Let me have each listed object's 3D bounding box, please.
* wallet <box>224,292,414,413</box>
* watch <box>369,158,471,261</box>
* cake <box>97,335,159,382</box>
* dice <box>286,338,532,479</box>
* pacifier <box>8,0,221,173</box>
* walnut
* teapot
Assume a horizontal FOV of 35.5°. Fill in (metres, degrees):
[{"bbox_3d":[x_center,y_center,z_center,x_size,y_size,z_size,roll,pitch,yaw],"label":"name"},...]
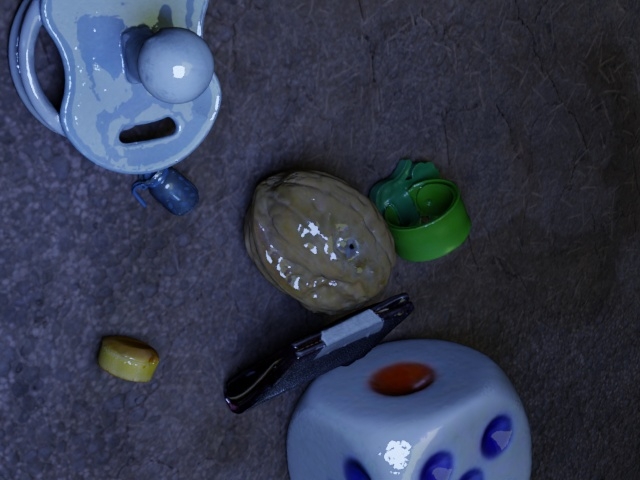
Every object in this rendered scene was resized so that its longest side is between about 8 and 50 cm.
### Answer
[{"bbox_3d":[-0.008,0.161,1.464,0.221,0.262,0.071,-19,78,-33],"label":"wallet"},{"bbox_3d":[0.170,-0.051,1.588,0.165,0.152,0.131,-38,122,-23],"label":"watch"},{"bbox_3d":[-0.258,0.158,1.344,0.084,0.084,0.044,16,95,-41],"label":"cake"},{"bbox_3d":[0.143,0.351,1.611,0.304,0.277,0.304,-23,116,-35],"label":"dice"},{"bbox_3d":[-0.211,-0.211,1.168,0.244,0.233,0.299,-20,114,-31],"label":"pacifier"},{"bbox_3d":[0.000,0.000,1.431,0.245,0.198,0.198,41,76,-19],"label":"walnut"},{"bbox_3d":[-0.209,-0.070,1.344,0.083,0.063,0.049,45,43,-36],"label":"teapot"}]
